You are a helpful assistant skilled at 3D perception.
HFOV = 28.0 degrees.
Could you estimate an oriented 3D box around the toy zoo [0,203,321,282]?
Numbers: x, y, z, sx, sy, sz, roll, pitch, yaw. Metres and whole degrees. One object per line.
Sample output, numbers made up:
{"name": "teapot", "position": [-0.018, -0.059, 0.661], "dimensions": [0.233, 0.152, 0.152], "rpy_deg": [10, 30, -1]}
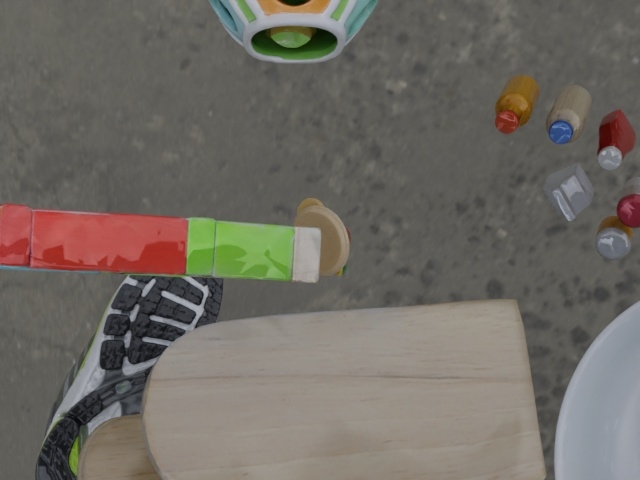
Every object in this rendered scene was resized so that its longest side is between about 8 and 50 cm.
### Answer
{"name": "toy zoo", "position": [-0.170, -0.001, 0.668], "dimensions": [0.293, 0.192, 0.030], "rpy_deg": [4, 88, -23]}

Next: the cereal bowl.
{"name": "cereal bowl", "position": [0.396, 0.208, 1.208], "dimensions": [0.141, 0.339, 0.339], "rpy_deg": [11, 58, -42]}

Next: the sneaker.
{"name": "sneaker", "position": [-0.207, 0.122, 1.332], "dimensions": [0.111, 0.121, 0.300], "rpy_deg": [34, 86, -21]}

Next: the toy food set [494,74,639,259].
{"name": "toy food set", "position": [0.280, -0.074, 1.369], "dimensions": [0.232, 0.111, 0.104], "rpy_deg": [58, 30, -14]}

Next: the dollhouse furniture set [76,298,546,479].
{"name": "dollhouse furniture set", "position": [-0.071, 0.246, 0.575], "dimensions": [0.256, 0.362, 0.394], "rpy_deg": [-3, 79, -15]}

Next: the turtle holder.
{"name": "turtle holder", "position": [-0.045, -0.321, 1.477], "dimensions": [0.243, 0.320, 0.227], "rpy_deg": [4, 77, -28]}

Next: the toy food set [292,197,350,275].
{"name": "toy food set", "position": [0.000, 0.000, 1.421], "dimensions": [0.083, 0.083, 0.020], "rpy_deg": [29, 30, 29]}
